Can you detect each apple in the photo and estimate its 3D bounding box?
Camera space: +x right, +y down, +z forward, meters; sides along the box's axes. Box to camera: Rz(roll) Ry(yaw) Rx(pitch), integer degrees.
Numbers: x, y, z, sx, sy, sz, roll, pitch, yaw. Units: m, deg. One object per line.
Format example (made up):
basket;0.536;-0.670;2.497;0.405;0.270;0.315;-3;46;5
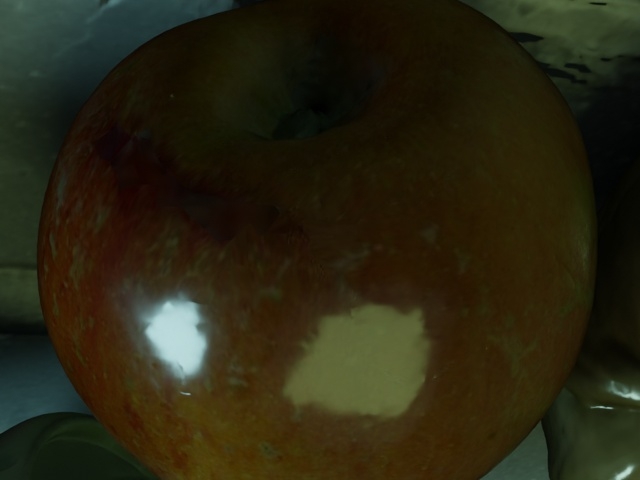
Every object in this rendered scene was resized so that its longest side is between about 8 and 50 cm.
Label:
apple;0.000;0.000;0.739;0.254;0.253;0.253;-12;141;-9

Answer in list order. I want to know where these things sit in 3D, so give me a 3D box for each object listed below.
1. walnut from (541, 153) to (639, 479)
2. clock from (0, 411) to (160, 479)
walnut;0.257;0.048;0.869;0.285;0.285;0.296;2;117;-25
clock;-0.115;0.209;0.847;0.109;0.265;0.324;-33;163;17
